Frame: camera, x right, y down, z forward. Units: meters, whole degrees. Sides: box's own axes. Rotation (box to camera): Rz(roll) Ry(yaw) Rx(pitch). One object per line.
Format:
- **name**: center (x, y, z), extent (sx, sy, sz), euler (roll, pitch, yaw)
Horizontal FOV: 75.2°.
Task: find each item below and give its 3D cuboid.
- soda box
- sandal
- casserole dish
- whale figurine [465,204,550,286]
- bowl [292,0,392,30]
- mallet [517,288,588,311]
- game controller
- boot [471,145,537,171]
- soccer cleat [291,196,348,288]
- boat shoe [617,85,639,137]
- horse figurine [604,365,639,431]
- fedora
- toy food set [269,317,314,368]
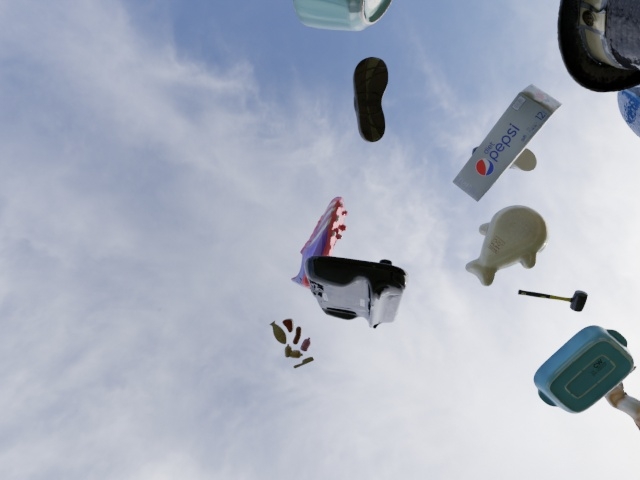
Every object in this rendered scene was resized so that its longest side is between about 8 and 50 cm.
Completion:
- **soda box**: center (0.459, -0.237, 1.046), extent (0.091, 0.286, 0.098), euler (42, -131, 14)
- **sandal**: center (0.120, -0.342, 1.022), extent (0.090, 0.060, 0.219), euler (-2, -95, -12)
- **casserole dish**: center (0.487, 0.243, 0.764), extent (0.114, 0.037, 0.188), euler (41, -79, -1)
- **whale figurine**: center (0.585, 0.023, 1.299), extent (0.141, 0.216, 0.272), euler (23, -72, -43)
- **bowl**: center (0.089, -0.655, 1.023), extent (0.163, 0.311, 0.311), euler (34, -103, 16)
- **mallet**: center (0.700, 0.163, 1.251), extent (0.189, 0.039, 0.062), euler (14, -60, 9)
- **game controller**: center (0.065, 0.097, 0.758), extent (0.166, 0.319, 0.067), euler (16, -110, 12)
- **boot**: center (0.558, -0.255, 1.260), extent (0.190, 0.086, 0.069), euler (13, -86, -21)
- **soccer cleat**: center (0.000, 0.000, 1.024), extent (0.095, 0.083, 0.248), euler (7, -109, 23)
- **boat shoe**: center (0.601, -0.202, 0.690), extent (0.089, 0.258, 0.109), euler (-26, -54, 17)
- **horse figurine**: center (0.913, 0.459, 1.210), extent (0.066, 0.263, 0.175), euler (14, -74, -34)
- **fedora**: center (0.451, -0.308, 0.475), extent (0.334, 0.334, 0.152), euler (-10, -135, -15)
- **toy food set**: center (-0.062, 0.235, 0.983), extent (0.078, 0.019, 0.122), euler (-27, -94, 16)
